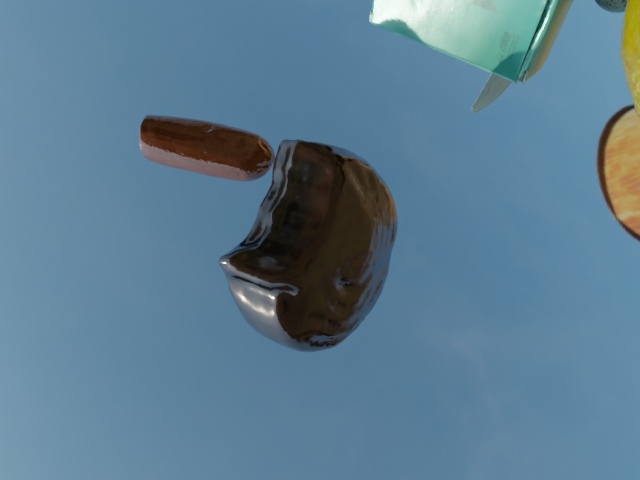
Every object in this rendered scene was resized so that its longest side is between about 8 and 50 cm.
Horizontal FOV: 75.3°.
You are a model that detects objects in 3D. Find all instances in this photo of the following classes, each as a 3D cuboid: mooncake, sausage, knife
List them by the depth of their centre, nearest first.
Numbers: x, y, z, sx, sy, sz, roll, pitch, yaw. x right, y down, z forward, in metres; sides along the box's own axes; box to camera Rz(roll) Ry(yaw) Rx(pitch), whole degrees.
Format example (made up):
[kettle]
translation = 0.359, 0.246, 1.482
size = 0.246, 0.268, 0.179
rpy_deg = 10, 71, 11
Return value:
[mooncake]
translation = 0.000, 0.000, 0.688
size = 0.326, 0.174, 0.334
rpy_deg = -41, -47, -36
[sausage]
translation = -0.218, -0.180, 0.819
size = 0.259, 0.113, 0.114
rpy_deg = 12, -107, 5
[knife]
translation = 0.418, -0.400, 0.919
size = 0.063, 0.260, 0.035
rpy_deg = 12, -137, -5

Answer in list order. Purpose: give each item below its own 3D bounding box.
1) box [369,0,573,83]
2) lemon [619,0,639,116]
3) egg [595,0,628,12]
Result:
[box]
translation = 0.237, -0.412, 0.654
size = 0.311, 0.205, 0.118
rpy_deg = 37, -120, 27
[lemon]
translation = 0.473, -0.234, 0.444
size = 0.260, 0.284, 0.261
rpy_deg = -5, -138, 4
[egg]
translation = 0.458, -0.384, 0.611
size = 0.110, 0.085, 0.085
rpy_deg = -13, -97, -14
